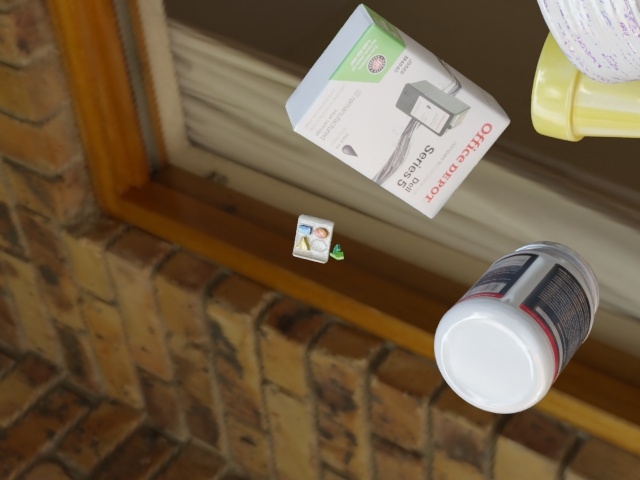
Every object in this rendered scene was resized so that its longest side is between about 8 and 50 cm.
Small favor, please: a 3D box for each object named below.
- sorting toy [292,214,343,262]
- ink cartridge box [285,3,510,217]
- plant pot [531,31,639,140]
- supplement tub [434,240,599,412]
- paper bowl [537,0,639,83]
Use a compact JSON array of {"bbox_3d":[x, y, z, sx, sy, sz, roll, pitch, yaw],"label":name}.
[{"bbox_3d":[0.000,0.000,1.710,0.012,0.083,0.062,2,-80,-63],"label":"sorting toy"},{"bbox_3d":[0.117,-0.192,1.799,0.273,0.114,0.198,31,-72,-22],"label":"ink cartridge box"},{"bbox_3d":[0.573,-0.308,2.346,0.254,0.239,0.254,-43,-38,-47],"label":"plant pot"},{"bbox_3d":[0.314,0.129,1.864,0.272,0.191,0.191,-37,-40,-50],"label":"supplement tub"},{"bbox_3d":[0.303,-0.286,1.053,0.284,0.148,0.284,3,-93,-52],"label":"paper bowl"}]
